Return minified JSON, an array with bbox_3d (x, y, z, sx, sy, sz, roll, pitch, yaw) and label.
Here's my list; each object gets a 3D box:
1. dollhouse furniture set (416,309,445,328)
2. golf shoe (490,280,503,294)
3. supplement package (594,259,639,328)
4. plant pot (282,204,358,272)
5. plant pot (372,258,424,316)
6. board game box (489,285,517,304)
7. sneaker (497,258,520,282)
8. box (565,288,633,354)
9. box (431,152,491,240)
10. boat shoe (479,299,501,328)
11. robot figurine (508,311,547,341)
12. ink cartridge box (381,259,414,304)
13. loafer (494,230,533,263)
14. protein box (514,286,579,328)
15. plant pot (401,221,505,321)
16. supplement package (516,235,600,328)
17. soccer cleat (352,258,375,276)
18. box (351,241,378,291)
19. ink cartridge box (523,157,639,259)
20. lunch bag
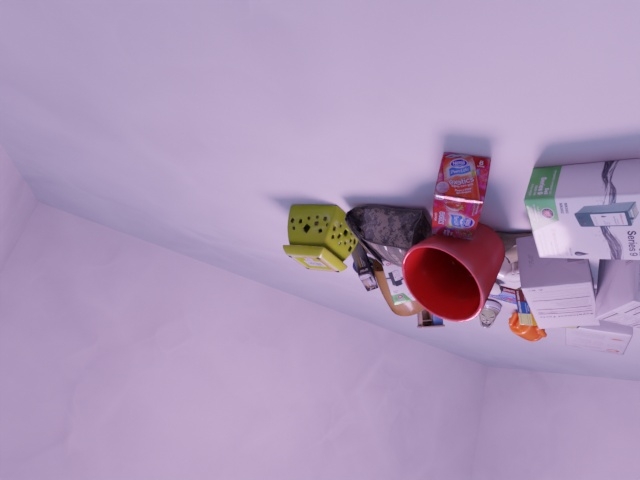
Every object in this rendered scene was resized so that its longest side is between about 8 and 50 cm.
[{"bbox_3d":[0.542,0.314,2.029,0.287,0.198,0.303,0,172,-20],"label":"dollhouse furniture set"},{"bbox_3d":[0.651,0.201,1.871,0.273,0.120,0.105,19,159,-8],"label":"golf shoe"},{"bbox_3d":[0.828,0.072,1.108,0.145,0.261,0.204,12,161,12],"label":"supplement package"},{"bbox_3d":[0.000,0.000,1.709,0.228,0.207,0.227,2,157,34],"label":"plant pot"},{"bbox_3d":[0.345,0.168,1.920,0.237,0.237,0.254,-3,139,46],"label":"plant pot"},{"bbox_3d":[0.910,0.264,1.979,0.282,0.027,0.145,15,160,5],"label":"board game box"},{"bbox_3d":[0.735,0.084,1.502,0.290,0.105,0.123,3,158,4],"label":"sneaker"},{"bbox_3d":[1.119,0.328,1.761,0.215,0.168,0.345,5,158,31],"label":"box"},{"bbox_3d":[0.375,-0.111,1.180,0.123,0.128,0.257,11,161,17],"label":"box"},{"bbox_3d":[0.874,0.385,2.257,0.109,0.094,0.302,8,160,25],"label":"boat shoe"},{"bbox_3d":[1.049,0.438,2.207,0.219,0.128,0.158,28,140,-30],"label":"robot figurine"},{"bbox_3d":[0.340,0.138,1.762,0.153,0.208,0.087,-16,-161,9],"label":"ink cartridge box"},{"bbox_3d":[0.640,0.030,1.420,0.269,0.092,0.102,5,161,34],"label":"loafer"},{"bbox_3d":[0.858,0.221,1.587,0.201,0.135,0.200,-13,-176,-40],"label":"protein box"},{"bbox_3d":[0.434,0.074,1.365,0.275,0.243,0.274,30,139,31],"label":"plant pot"},{"bbox_3d":[0.714,0.124,1.305,0.175,0.177,0.293,-11,142,30],"label":"supplement package"},{"bbox_3d":[0.292,0.144,2.113,0.289,0.093,0.121,16,-167,-14],"label":"soccer cleat"},{"bbox_3d":[0.183,0.101,1.886,0.056,0.183,0.231,-20,154,7],"label":"box"},{"bbox_3d":[0.650,-0.066,1.001,0.289,0.121,0.211,0,136,41],"label":"ink cartridge box"},{"bbox_3d":[0.242,-0.009,1.545,0.287,0.168,0.235,11,162,34],"label":"lunch bag"}]
